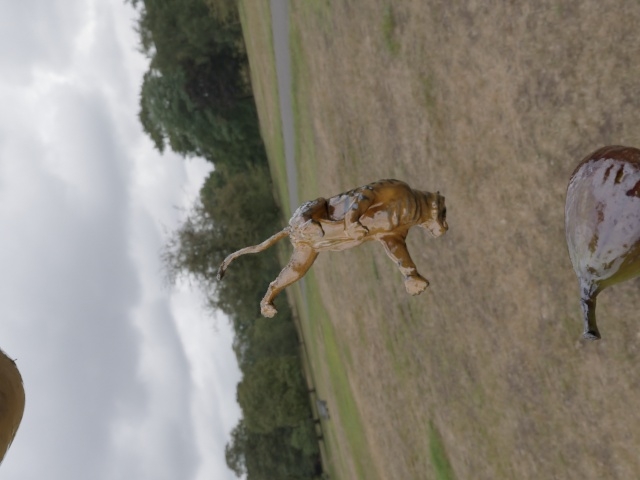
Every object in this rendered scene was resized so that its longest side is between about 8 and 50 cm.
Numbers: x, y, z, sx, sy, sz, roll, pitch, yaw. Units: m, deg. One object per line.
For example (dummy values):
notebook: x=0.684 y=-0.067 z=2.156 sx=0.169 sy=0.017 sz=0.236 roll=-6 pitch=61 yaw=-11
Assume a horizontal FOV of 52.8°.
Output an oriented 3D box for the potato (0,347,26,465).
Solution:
potato: x=-0.378 y=0.184 z=0.644 sx=0.161 sy=0.128 sz=0.234 roll=55 pitch=-178 yaw=-45

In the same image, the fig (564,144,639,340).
fig: x=0.414 y=0.008 z=0.906 sx=0.145 sy=0.170 sz=0.274 roll=15 pitch=-87 yaw=-58

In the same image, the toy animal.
toy animal: x=-0.002 y=-0.006 z=0.662 sx=0.116 sy=0.255 sz=0.114 roll=-77 pitch=-30 yaw=-49
